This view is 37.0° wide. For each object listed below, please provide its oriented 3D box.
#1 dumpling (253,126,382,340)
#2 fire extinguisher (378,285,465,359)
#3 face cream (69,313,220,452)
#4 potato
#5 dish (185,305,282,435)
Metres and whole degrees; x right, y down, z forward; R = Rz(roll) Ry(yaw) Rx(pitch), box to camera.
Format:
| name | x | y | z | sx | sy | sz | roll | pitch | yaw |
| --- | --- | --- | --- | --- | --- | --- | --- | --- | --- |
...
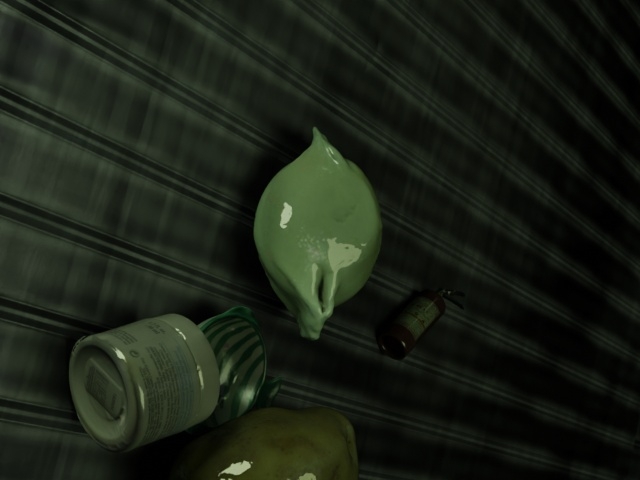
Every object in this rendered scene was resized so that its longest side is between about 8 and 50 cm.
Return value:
| name | x | y | z | sx | sy | sz | roll | pitch | yaw |
| --- | --- | --- | --- | --- | --- | --- | --- | --- | --- |
| dumpling | 0.008 | 0.001 | 1.669 | 0.320 | 0.212 | 0.270 | -54 | 137 | -15 |
| fire extinguisher | 0.224 | 0.167 | 2.040 | 0.231 | 0.099 | 0.071 | -39 | 145 | -38 |
| face cream | -0.260 | 0.207 | 1.402 | 0.153 | 0.177 | 0.177 | -12 | 105 | -47 |
| potato | -0.079 | 0.381 | 1.511 | 0.326 | 0.243 | 0.220 | -8 | 98 | -46 |
| dish | -0.172 | 0.217 | 1.587 | 0.246 | 0.078 | 0.224 | 41 | 66 | -45 |
